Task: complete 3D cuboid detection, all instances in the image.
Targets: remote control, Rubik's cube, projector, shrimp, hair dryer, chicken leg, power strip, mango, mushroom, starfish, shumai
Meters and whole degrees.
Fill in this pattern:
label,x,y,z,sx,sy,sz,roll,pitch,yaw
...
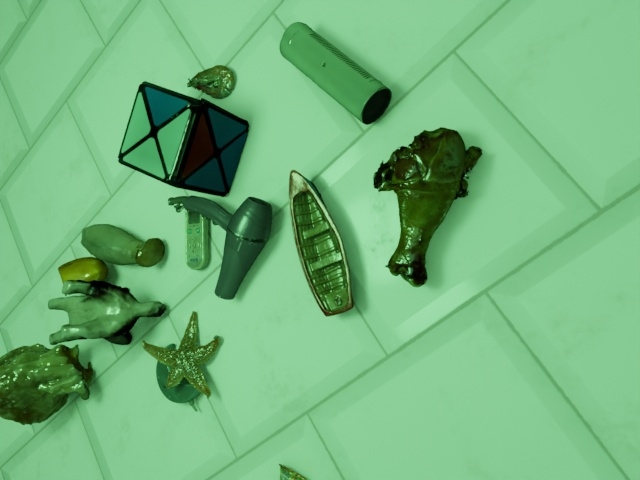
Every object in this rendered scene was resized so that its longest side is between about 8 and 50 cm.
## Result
label,x,y,z,sx,sy,sz,roll,pitch,yaw
remote control,-0.382,-0.019,1.435,0.078,0.042,0.222,-4,83,29
Rubik's cube,-0.392,-0.288,1.342,0.250,0.248,0.247,23,97,27
projector,0.034,-0.440,1.202,0.337,0.108,0.108,46,107,23
shrimp,-0.349,-0.495,1.450,0.190,0.042,0.101,5,96,27
hair dryer,-0.319,-0.031,1.354,0.361,0.121,0.301,31,107,23
chicken leg,0.214,-0.093,1.063,0.211,0.140,0.361,26,95,19
power strip,-0.435,0.435,1.431,0.216,0.044,0.137,41,105,25
mango,-0.819,0.122,1.589,0.252,0.154,0.126,-14,98,43
mushroom,-0.671,0.017,1.543,0.350,0.128,0.128,10,91,25
starfish,-0.410,0.337,1.403,0.295,0.048,0.231,25,77,24
shumai,-0.919,0.478,1.551,0.262,0.314,0.267,-10,69,23

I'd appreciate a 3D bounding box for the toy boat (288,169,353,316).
label,x,y,z,sx,sy,sz,roll,pitch,yaw
toy boat,0.000,0.000,1.206,0.136,0.079,0.392,-23,77,27

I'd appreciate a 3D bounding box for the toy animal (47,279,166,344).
label,x,y,z,sx,sy,sz,roll,pitch,yaw
toy animal,-0.690,0.242,1.493,0.344,0.302,0.194,-19,71,51

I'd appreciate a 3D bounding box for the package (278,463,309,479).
label,x,y,z,sx,sy,sz,roll,pitch,yaw
package,-0.075,0.668,1.230,0.108,0.031,0.121,15,99,29
